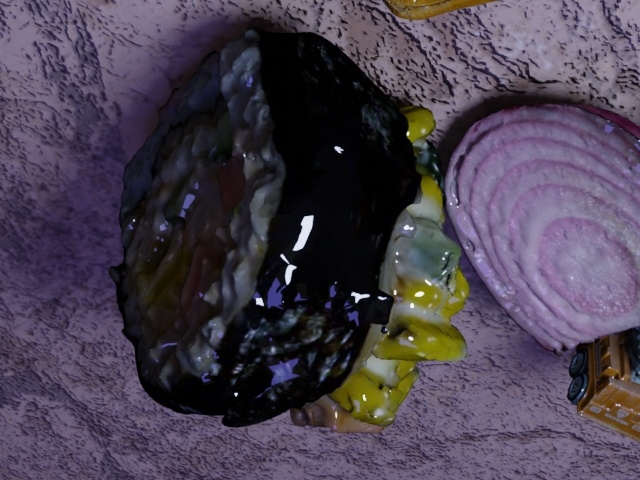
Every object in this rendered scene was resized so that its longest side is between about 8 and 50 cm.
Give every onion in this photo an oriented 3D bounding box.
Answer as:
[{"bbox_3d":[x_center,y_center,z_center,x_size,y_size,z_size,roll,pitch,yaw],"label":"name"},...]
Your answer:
[{"bbox_3d":[0.244,-0.037,1.495,0.250,0.111,0.247,-22,108,49],"label":"onion"}]

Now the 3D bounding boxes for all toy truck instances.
[{"bbox_3d":[0.299,0.090,1.570,0.080,0.177,0.115,24,129,-15],"label":"toy truck"}]

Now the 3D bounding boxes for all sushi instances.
[{"bbox_3d":[0.000,0.000,1.439,0.285,0.328,0.328,15,127,-27],"label":"sushi"}]

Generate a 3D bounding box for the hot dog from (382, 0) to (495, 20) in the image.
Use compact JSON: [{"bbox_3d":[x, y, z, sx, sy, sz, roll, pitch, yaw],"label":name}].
[{"bbox_3d":[0.147,-0.242,1.297,0.270,0.072,0.109,-10,137,24],"label":"hot dog"}]
